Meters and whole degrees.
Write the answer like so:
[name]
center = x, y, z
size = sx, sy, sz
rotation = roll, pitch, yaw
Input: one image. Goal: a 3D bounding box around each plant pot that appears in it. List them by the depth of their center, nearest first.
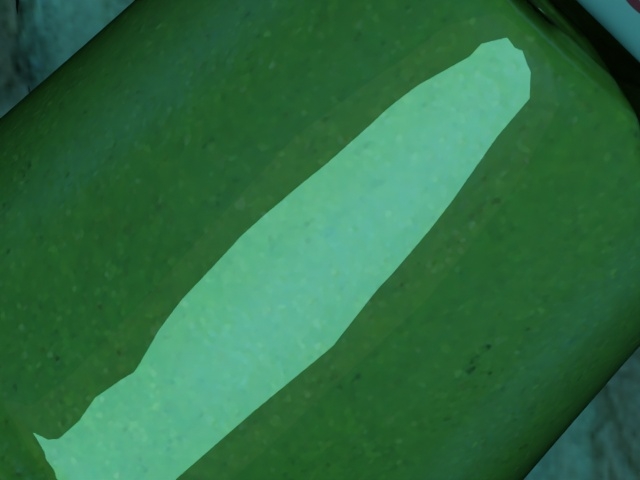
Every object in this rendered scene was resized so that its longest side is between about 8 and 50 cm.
[plant pot]
center = 0.000, 0.000, 0.551
size = 0.276, 0.276, 0.254
rotation = 43, 112, -2

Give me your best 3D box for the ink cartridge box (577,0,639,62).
[ink cartridge box]
center = 0.230, -0.039, 0.378
size = 0.307, 0.129, 0.223
rotation = 43, 164, -5
